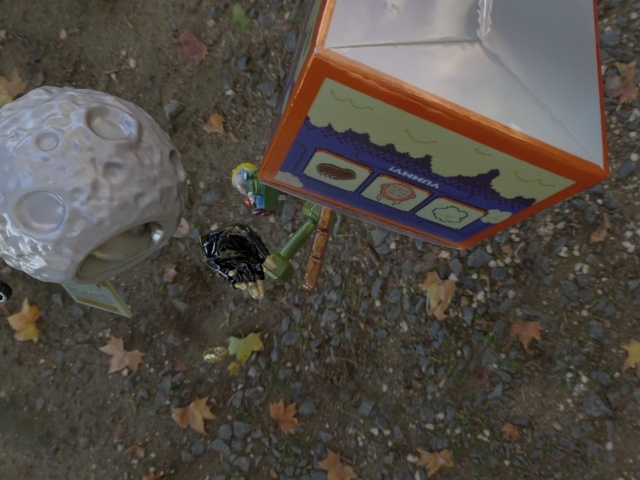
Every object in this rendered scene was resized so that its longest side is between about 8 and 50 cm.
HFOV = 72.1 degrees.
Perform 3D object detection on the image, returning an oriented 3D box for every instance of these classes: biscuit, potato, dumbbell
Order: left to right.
[{"bbox_3d":[-0.264,0.286,1.111,0.083,0.040,0.051,-22,136,35],"label":"potato"},{"bbox_3d":[-0.072,-0.003,1.421,0.302,0.121,0.108,-50,125,-8],"label":"dumbbell"},{"bbox_3d":[0.000,0.000,1.237,0.043,0.284,0.307,14,116,-2],"label":"biscuit"}]

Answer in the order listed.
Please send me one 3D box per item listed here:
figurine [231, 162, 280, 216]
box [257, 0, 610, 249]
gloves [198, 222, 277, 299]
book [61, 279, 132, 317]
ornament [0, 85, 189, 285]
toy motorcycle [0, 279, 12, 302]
[{"bbox_3d":[-0.250,-0.187,1.601,0.234,0.127,0.185,12,102,37],"label":"figurine"},{"bbox_3d":[0.129,-0.216,0.558,0.318,0.257,0.349,16,67,-12],"label":"box"},{"bbox_3d":[-0.201,0.059,1.116,0.164,0.124,0.204,-21,99,-6],"label":"gloves"},{"bbox_3d":[-0.692,0.125,1.287,0.207,0.296,0.020,13,53,11],"label":"book"},{"bbox_3d":[-0.410,-0.098,0.758,0.336,0.337,0.338,0,93,2],"label":"ornament"},{"bbox_3d":[-0.929,0.102,1.083,0.306,0.173,0.108,-2,52,8],"label":"toy motorcycle"}]
